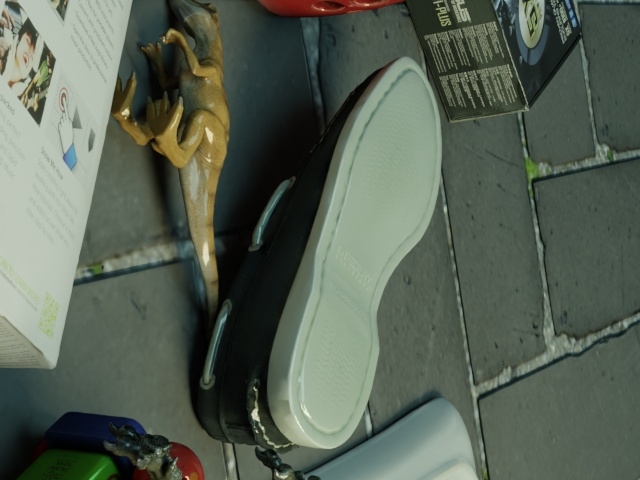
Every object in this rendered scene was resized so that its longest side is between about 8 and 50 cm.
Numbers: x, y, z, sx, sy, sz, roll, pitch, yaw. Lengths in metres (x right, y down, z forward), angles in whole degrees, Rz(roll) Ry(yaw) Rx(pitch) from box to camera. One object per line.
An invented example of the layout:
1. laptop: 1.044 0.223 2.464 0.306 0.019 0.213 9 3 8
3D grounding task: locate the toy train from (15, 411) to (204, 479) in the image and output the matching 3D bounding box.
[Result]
1. toy train: -0.102 0.226 0.790 0.143 0.105 0.248 -45 122 -38

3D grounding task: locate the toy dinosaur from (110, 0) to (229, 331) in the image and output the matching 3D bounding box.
1. toy dinosaur: -0.076 -0.057 0.907 0.112 0.064 0.211 16 72 -56

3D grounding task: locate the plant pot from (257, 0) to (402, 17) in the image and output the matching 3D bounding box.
1. plant pot: 0.044 -0.252 1.003 0.191 0.174 0.191 9 80 -62

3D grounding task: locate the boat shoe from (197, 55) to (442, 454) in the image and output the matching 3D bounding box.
1. boat shoe: 0.000 0.000 0.984 0.114 0.091 0.302 55 44 -35

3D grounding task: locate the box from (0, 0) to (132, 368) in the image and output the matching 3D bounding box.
1. box: -0.158 -0.127 0.718 0.232 0.058 0.322 67 29 -63

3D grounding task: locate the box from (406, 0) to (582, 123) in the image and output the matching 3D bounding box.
1. box: 0.138 -0.214 1.245 0.147 0.077 0.180 -49 124 -48

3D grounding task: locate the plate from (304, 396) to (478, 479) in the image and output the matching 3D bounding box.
1. plate: 0.066 0.279 1.077 0.277 0.045 0.278 -19 100 -57

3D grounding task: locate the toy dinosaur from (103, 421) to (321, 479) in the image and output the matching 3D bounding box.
1. toy dinosaur: -0.063 0.154 0.717 0.268 0.064 0.118 5 109 -38
